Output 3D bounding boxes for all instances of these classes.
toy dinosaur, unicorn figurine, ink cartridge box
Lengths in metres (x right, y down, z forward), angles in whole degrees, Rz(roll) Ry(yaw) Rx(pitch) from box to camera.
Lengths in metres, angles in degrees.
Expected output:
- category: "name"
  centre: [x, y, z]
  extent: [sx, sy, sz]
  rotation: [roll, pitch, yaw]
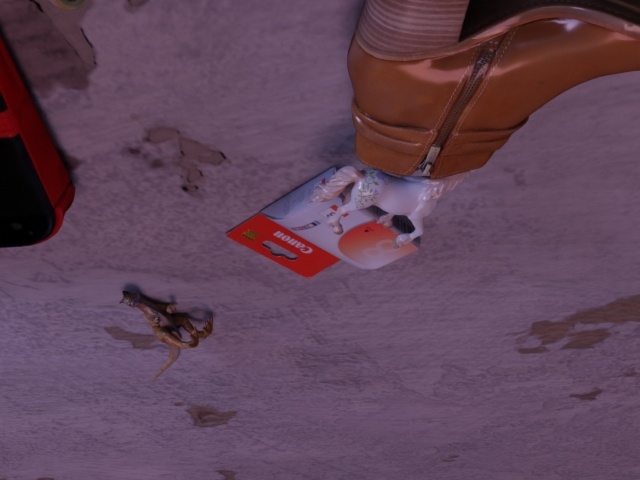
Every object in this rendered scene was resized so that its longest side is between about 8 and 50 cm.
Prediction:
- category: "toy dinosaur"
  centre: [-0.210, 0.128, 1.025]
  extent: [0.112, 0.064, 0.212]
  rotation: [8, 140, 20]
- category: "unicorn figurine"
  centre: [0.077, -0.043, 0.712]
  extent: [0.161, 0.060, 0.111]
  rotation: [-2, 147, -30]
- category: "ink cartridge box"
  centre: [0.000, 0.000, 0.838]
  extent: [0.179, 0.045, 0.145]
  rotation: [-31, 136, 33]

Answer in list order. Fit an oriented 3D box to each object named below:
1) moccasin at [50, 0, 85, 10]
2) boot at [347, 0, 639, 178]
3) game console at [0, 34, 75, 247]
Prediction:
- category: "moccasin"
  centre: [-0.116, -0.215, 0.378]
  extent: [0.379, 0.147, 0.139]
  rotation: [-3, 150, -11]
- category: "boot"
  centre: [0.162, -0.123, 0.593]
  extent: [0.283, 0.109, 0.220]
  rotation: [3, 145, -2]
- category: "game console"
  centre: [-0.451, -0.108, 0.663]
  extent: [0.386, 0.060, 0.342]
  rotation: [-3, 141, 1]
